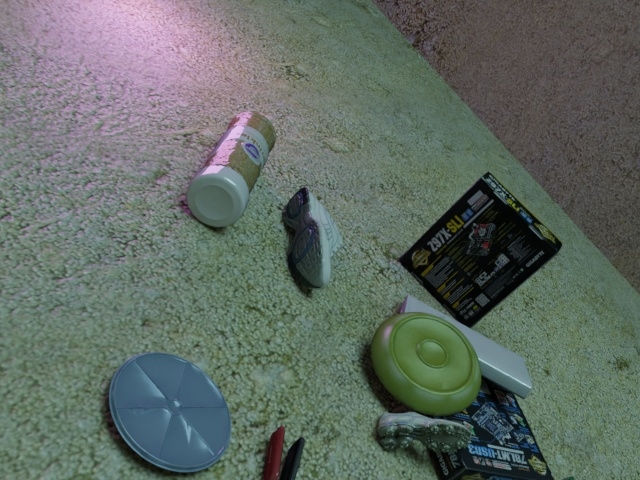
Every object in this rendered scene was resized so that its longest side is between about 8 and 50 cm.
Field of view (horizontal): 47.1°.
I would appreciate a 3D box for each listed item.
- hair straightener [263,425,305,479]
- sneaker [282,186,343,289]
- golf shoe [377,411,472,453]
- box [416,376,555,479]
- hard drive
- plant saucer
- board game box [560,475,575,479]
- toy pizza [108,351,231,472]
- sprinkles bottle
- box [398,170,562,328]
[{"bbox_3d":[-0.045,0.392,1.107,0.089,0.047,0.230,31,31,-18],"label":"hair straightener"},{"bbox_3d":[0.000,0.000,1.628,0.129,0.111,0.297,32,31,-28],"label":"sneaker"},{"bbox_3d":[0.195,0.348,1.382,0.176,0.069,0.086,7,22,-4],"label":"golf shoe"},{"bbox_3d":[0.327,0.380,1.543,0.295,0.073,0.293,19,37,-34],"label":"box"},{"bbox_3d":[0.319,0.231,1.647,0.307,0.040,0.203,29,13,4],"label":"hard drive"},{"bbox_3d":[0.221,0.236,1.484,0.241,0.037,0.241,11,47,-12],"label":"plant saucer"},{"bbox_3d":[0.513,0.609,1.440,0.136,0.030,0.260,0,65,-47],"label":"board game box"},{"bbox_3d":[-0.224,0.255,1.092,0.201,0.032,0.201,29,33,-21],"label":"toy pizza"},{"bbox_3d":[-0.187,-0.165,1.603,0.121,0.121,0.355,35,30,-12],"label":"sprinkles bottle"},{"bbox_3d":[0.393,0.030,1.831,0.257,0.322,0.079,46,31,8],"label":"box"}]
